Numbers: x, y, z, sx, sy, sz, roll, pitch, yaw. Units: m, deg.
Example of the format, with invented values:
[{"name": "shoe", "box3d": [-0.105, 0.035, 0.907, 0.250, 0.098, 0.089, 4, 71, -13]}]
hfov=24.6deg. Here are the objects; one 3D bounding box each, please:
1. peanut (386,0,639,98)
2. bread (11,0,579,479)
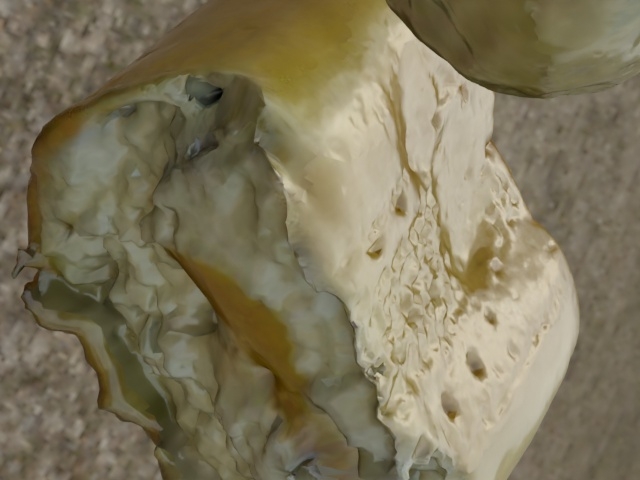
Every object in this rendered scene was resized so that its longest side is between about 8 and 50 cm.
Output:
[{"name": "peanut", "box3d": [0.107, -0.093, 0.333, 0.098, 0.229, 0.103, -48, 122, -52]}, {"name": "bread", "box3d": [0.000, 0.000, 0.960, 0.361, 0.250, 0.394, 66, 32, -21]}]
